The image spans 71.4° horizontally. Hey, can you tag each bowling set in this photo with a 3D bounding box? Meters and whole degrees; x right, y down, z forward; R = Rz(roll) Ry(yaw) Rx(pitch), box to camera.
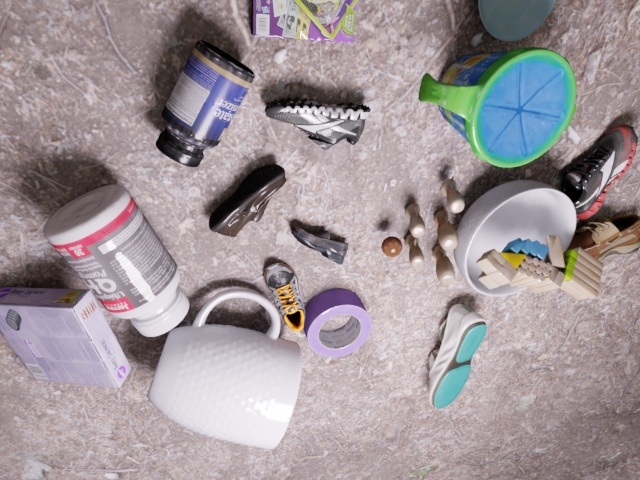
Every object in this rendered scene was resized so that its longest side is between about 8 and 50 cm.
[{"bbox_3d":[0.259,-0.028,1.166,0.199,0.154,0.287,2,122,3],"label":"bowling set"}]

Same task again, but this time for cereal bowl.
[{"bbox_3d":[0.508,-0.018,1.222,0.338,0.141,0.339,-9,122,-14],"label":"cereal bowl"}]

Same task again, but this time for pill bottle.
[{"bbox_3d":[-0.232,-0.260,0.870,0.122,0.123,0.219,24,110,-27],"label":"pill bottle"},{"bbox_3d":[-0.418,0.055,0.965,0.176,0.176,0.319,-24,123,-2],"label":"pill bottle"}]

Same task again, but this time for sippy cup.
[{"bbox_3d":[0.374,-0.306,0.967,0.240,0.224,0.305,-45,122,10],"label":"sippy cup"}]

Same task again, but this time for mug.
[{"bbox_3d":[-0.234,0.307,1.137,0.328,0.276,0.374,19,88,-15],"label":"mug"}]

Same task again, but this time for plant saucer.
[{"bbox_3d":[0.418,-0.535,0.958,0.194,0.037,0.195,-7,122,-12],"label":"plant saucer"}]

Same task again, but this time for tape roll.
[{"bbox_3d":[0.045,0.236,1.271,0.188,0.080,0.189,-7,120,-12],"label":"tape roll"}]

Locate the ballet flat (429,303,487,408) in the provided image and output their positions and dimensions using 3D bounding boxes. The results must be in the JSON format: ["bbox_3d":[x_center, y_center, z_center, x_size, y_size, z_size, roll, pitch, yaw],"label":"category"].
[{"bbox_3d":[0.421,0.367,1.435,0.139,0.139,0.400,-2,124,-16],"label":"ballet flat"}]

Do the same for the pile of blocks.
[{"bbox_3d":[0.550,0.067,1.159,0.362,0.149,0.112,10,160,-15],"label":"pile of blocks"}]

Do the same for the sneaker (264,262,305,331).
[{"bbox_3d":[-0.085,0.151,1.180,0.084,0.083,0.215,-22,122,-2],"label":"sneaker"}]

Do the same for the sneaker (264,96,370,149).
[{"bbox_3d":[-0.006,-0.249,0.971,0.234,0.078,0.106,-1,117,-19],"label":"sneaker"}]

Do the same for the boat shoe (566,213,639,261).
[{"bbox_3d":[0.837,-0.014,1.354,0.323,0.122,0.120,-13,117,-19],"label":"boat shoe"}]

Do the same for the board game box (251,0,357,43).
[{"bbox_3d":[-0.021,-0.553,0.809,0.208,0.056,0.347,-1,120,-12],"label":"board game box"}]

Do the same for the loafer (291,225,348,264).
[{"bbox_3d":[0.000,0.000,1.139,0.170,0.062,0.061,30,85,-33],"label":"loafer"}]

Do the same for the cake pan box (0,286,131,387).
[{"bbox_3d":[-0.593,0.228,1.021,0.245,0.070,0.267,0,123,17],"label":"cake pan box"}]

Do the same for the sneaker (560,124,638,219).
[{"bbox_3d":[0.750,-0.190,1.224,0.135,0.098,0.276,9,118,-24],"label":"sneaker"}]

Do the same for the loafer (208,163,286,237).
[{"bbox_3d":[-0.158,-0.088,1.028,0.220,0.080,0.078,-38,133,13],"label":"loafer"}]
